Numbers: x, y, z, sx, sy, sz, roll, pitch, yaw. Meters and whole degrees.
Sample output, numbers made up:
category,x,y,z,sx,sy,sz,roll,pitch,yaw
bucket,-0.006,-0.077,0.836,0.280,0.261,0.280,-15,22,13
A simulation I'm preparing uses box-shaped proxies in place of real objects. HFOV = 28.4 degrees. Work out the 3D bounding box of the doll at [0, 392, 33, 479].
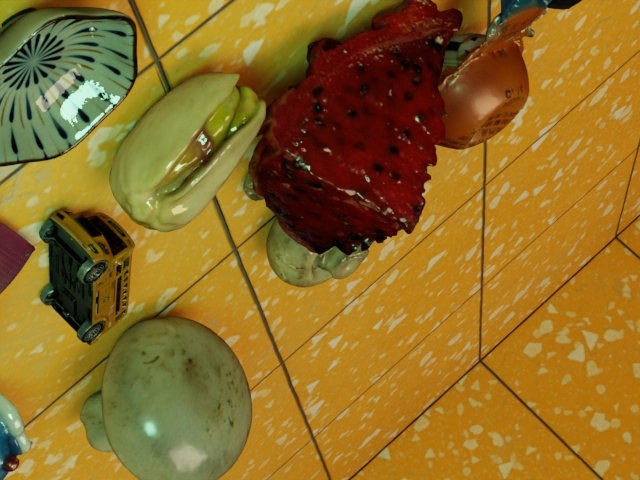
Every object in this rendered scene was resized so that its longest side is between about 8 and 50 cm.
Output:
category,x,y,z,sx,sy,sz,roll,pitch,yaw
doll,-0.461,0.291,1.513,0.257,0.161,0.215,-51,150,-33

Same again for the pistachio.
category,x,y,z,sx,sy,sz,roll,pitch,yaw
pistachio,-0.151,-0.103,1.398,0.200,0.117,0.145,-54,-164,2

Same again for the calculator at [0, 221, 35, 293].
category,x,y,z,sx,sy,sz,roll,pitch,yaw
calculator,-0.394,0.056,1.344,0.190,0.034,0.126,-43,160,-3

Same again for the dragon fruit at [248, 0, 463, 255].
category,x,y,z,sx,sy,sz,roll,pitch,yaw
dragon fruit,0.018,-0.170,1.605,0.286,0.228,0.329,-21,-133,66

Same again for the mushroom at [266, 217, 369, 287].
category,x,y,z,sx,sy,sz,roll,pitch,yaw
mushroom,0.000,0.000,1.818,0.166,0.127,0.166,-30,150,-20

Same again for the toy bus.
category,x,y,z,sx,sy,sz,roll,pitch,yaw
toy bus,-0.267,0.034,1.463,0.088,0.083,0.194,-36,159,-30

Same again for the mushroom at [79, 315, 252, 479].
category,x,y,z,sx,sy,sz,roll,pitch,yaw
mushroom,-0.222,0.233,1.748,0.243,0.243,0.243,-37,157,-19

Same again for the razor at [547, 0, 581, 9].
category,x,y,z,sx,sy,sz,roll,pitch,yaw
razor,0.341,-0.434,1.685,0.189,0.107,0.327,-44,158,0

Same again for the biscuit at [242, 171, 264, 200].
category,x,y,z,sx,sy,sz,roll,pitch,yaw
biscuit,-0.056,-0.099,1.690,0.120,0.015,0.120,-38,157,-20

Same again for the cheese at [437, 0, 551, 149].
category,x,y,z,sx,sy,sz,roll,pitch,yaw
cheese,0.227,-0.240,1.760,0.217,0.129,0.329,-27,159,-39

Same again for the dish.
category,x,y,z,sx,sy,sz,roll,pitch,yaw
dish,-0.259,-0.156,1.165,0.191,0.066,0.190,-35,157,-17
